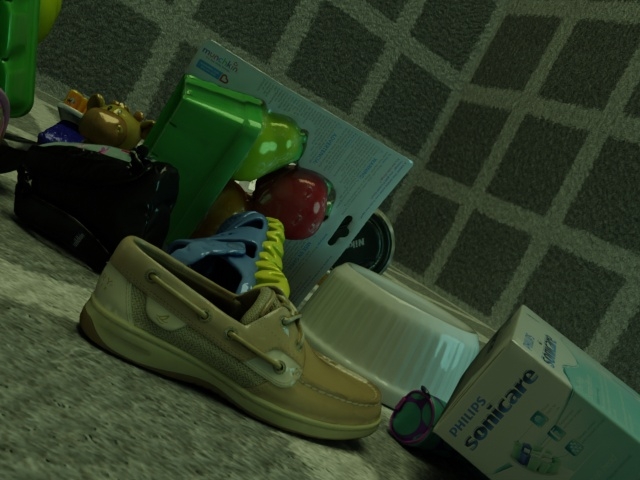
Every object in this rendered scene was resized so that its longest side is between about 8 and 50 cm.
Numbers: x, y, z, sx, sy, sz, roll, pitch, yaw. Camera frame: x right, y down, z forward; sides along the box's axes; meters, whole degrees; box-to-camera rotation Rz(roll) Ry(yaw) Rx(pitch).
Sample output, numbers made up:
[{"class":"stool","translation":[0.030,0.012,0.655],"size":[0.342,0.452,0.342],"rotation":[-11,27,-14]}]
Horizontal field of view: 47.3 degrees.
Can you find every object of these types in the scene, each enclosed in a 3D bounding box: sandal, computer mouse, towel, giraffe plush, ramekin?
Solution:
[{"class":"sandal","translation":[-0.119,0.028,0.870],"size":[0.138,0.126,0.317],"rotation":[20,11,-12]},{"class":"computer mouse","translation":[-0.486,-0.135,1.021],"size":[0.262,0.060,0.184],"rotation":[17,6,12]},{"class":"towel","translation":[-0.419,-0.151,1.502],"size":[0.308,0.076,0.227],"rotation":[27,3,-17]},{"class":"giraffe plush","translation":[-0.345,-0.138,1.162],"size":[0.181,0.170,0.210],"rotation":[27,4,-19]},{"class":"ramekin","translation":[0.100,0.135,1.038],"size":[0.273,0.127,0.273],"rotation":[29,4,-2]}]

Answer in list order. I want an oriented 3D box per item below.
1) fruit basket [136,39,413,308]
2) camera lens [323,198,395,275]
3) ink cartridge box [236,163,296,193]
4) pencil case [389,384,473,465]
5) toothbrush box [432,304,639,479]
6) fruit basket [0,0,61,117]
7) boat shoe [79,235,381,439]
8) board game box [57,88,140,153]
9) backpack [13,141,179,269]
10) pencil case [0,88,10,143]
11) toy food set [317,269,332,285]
[{"class":"fruit basket","translation":[-0.096,-0.079,1.085],"size":[0.353,0.327,0.165],"rotation":[23,28,-28]},{"class":"camera lens","translation":[0.074,-0.002,1.908],"size":[0.219,0.219,0.274],"rotation":[28,4,-3]},{"class":"ink cartridge box","translation":[-0.109,-0.054,1.357],"size":[0.172,0.100,0.237],"rotation":[27,42,-14]},{"class":"pencil case","translation":[0.153,0.215,0.833],"size":[0.152,0.064,0.070],"rotation":[26,21,-32]},{"class":"toothbrush box","translation":[0.281,0.216,0.748],"size":[0.295,0.126,0.216],"rotation":[40,15,11]},{"class":"fruit basket","translation":[-0.534,-0.379,1.106],"size":[0.283,0.392,0.392],"rotation":[3,15,-24]},{"class":"boat shoe","translation":[-0.060,0.092,0.672],"size":[0.302,0.098,0.109],"rotation":[27,7,-17]},{"class":"board game box","translation":[-0.408,-0.198,1.696],"size":[0.390,0.050,0.390],"rotation":[28,-9,-15]},{"class":"backpack","translation":[-0.271,-0.047,0.877],"size":[0.182,0.152,0.115],"rotation":[17,-4,12]},{"class":"pencil case","translation":[-0.460,-0.146,0.606],"size":[0.386,0.160,0.167],"rotation":[28,23,-11]},{"class":"toy food set","translation":[-0.060,0.010,1.680],"size":[0.232,0.104,0.111],"rotation":[28,4,-2]}]
